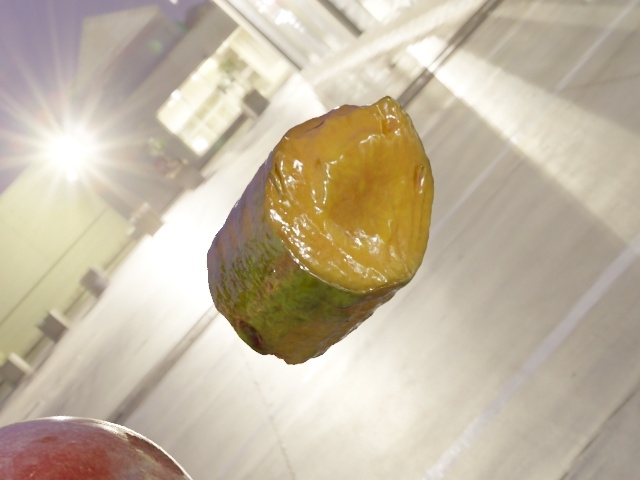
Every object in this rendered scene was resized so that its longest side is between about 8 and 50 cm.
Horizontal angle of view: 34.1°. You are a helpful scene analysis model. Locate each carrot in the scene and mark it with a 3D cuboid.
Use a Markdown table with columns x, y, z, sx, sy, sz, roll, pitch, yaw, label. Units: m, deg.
| x | y | z | sx | sy | sz | roll | pitch | yaw | label |
| --- | --- | --- | --- | --- | --- | --- | --- | --- | --- |
| 0.000 | 0.000 | 1.357 | 0.340 | 0.241 | 0.241 | -50 | 6 | 41 | carrot |

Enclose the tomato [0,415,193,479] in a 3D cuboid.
| x | y | z | sx | sy | sz | roll | pitch | yaw | label |
| --- | --- | --- | --- | --- | --- | --- | --- | --- | --- |
| -0.180 | 0.255 | 0.736 | 0.227 | 0.270 | 0.270 | -35 | 15 | 41 | tomato |
